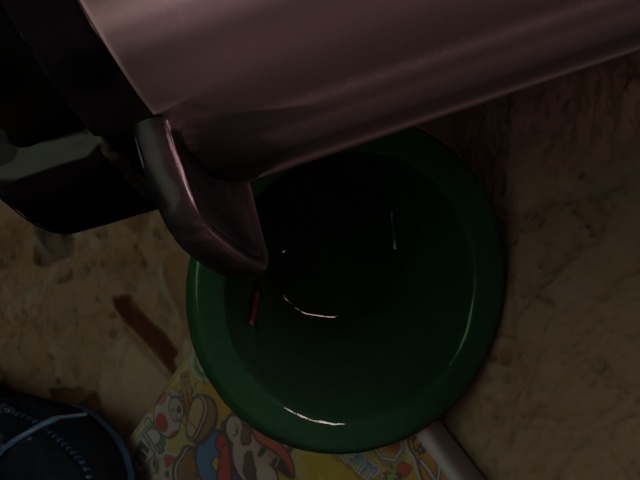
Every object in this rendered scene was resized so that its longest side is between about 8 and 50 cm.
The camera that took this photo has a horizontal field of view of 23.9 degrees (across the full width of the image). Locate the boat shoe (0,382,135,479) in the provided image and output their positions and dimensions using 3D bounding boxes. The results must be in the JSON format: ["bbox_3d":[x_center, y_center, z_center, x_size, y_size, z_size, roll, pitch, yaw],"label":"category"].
[{"bbox_3d":[-0.223,0.153,1.027,0.258,0.089,0.109,5,93,49],"label":"boat shoe"}]

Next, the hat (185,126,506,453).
[{"bbox_3d":[0.000,0.000,0.880,0.183,0.173,0.208,-146,66,-76],"label":"hat"}]

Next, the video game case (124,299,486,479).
[{"bbox_3d":[-0.018,0.145,0.896,0.206,0.026,0.227,-55,54,24],"label":"video game case"}]

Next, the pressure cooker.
[{"bbox_3d":[-0.028,-0.219,0.629,0.421,0.375,0.370,-18,30,11],"label":"pressure cooker"}]
